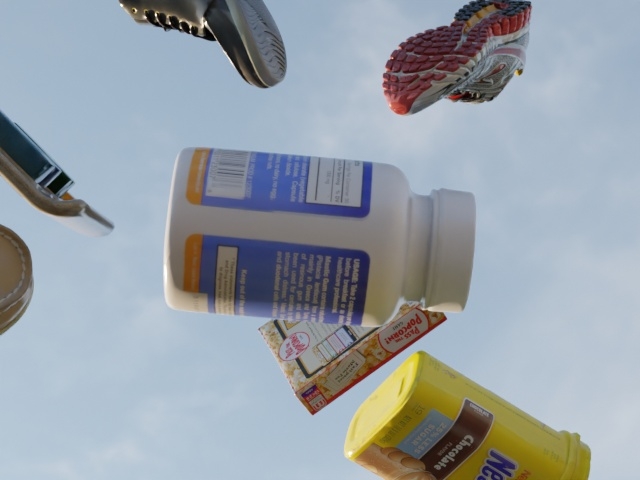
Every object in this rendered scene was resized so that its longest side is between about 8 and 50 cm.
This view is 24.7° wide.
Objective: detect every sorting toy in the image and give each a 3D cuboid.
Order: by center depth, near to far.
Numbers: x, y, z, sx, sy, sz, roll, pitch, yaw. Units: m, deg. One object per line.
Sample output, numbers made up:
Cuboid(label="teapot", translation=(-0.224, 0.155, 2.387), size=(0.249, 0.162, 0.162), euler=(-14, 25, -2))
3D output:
Cuboid(label="sorting toy", translation=(-0.246, -0.085, 1.097), size=(0.041, 0.229, 0.307), euler=(-49, -1, -4))

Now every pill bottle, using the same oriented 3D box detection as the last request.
Cuboid(label="pill bottle", translation=(0.000, 0.000, 1.334), size=(0.272, 0.152, 0.152), euler=(5, -40, -1))

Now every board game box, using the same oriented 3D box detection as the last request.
Cuboid(label="board game box", translation=(0.034, 0.098, 1.726), size=(0.193, 0.147, 0.045), euler=(-35, -55, 1))

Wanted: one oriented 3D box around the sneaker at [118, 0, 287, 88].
Cuboid(label="sneaker", translation=(-0.123, -0.223, 1.494), size=(0.118, 0.222, 0.083), euler=(-36, -22, 19))

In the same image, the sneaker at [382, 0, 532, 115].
Cuboid(label="sneaker", translation=(0.147, -0.170, 1.472), size=(0.225, 0.088, 0.092), euler=(-33, -54, -40))

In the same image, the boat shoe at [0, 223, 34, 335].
Cuboid(label="boat shoe", translation=(-0.284, 0.017, 0.825), size=(0.302, 0.109, 0.098), euler=(0, -27, -42))

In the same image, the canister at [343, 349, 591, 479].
Cuboid(label="canister", translation=(0.120, 0.177, 1.225), size=(0.170, 0.073, 0.126), euler=(31, -51, -12))
